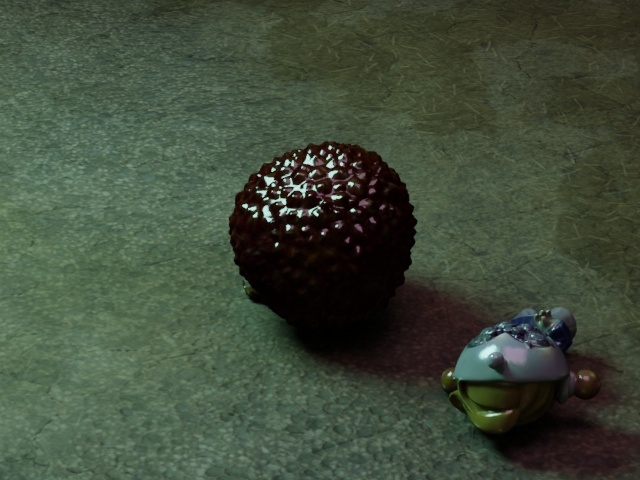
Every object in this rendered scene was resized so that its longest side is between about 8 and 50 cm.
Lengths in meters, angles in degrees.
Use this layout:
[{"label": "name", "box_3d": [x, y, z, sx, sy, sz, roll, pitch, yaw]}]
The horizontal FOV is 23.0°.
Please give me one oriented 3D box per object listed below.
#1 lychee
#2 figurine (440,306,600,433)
[{"label": "lychee", "box_3d": [0.000, 0.000, 2.130, 0.264, 0.300, 0.264, 28, 40, -27]}, {"label": "figurine", "box_3d": [0.268, 0.149, 1.997, 0.194, 0.133, 0.274, 10, 24, 41]}]
